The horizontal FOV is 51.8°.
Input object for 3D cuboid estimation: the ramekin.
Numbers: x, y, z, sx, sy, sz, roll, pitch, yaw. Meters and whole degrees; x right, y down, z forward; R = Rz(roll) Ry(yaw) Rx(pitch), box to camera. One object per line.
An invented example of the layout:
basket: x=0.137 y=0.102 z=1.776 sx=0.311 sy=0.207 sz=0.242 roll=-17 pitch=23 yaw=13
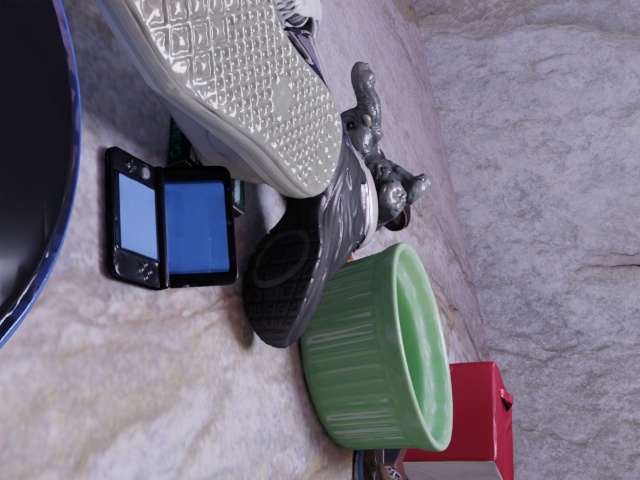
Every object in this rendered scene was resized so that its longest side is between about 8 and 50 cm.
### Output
ramekin: x=0.087 y=0.164 z=0.982 sx=0.303 sy=0.148 sz=0.303 roll=-13 pitch=90 yaw=-71

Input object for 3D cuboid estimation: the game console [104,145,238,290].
game console: x=-0.134 y=-0.022 z=0.598 sx=0.107 sy=0.071 sz=0.122 roll=33 pitch=47 yaw=-64

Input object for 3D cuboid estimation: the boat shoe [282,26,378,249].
boat shoe: x=-0.030 y=-0.136 z=0.919 sx=0.158 sy=0.127 sz=0.340 roll=-20 pitch=89 yaw=-64

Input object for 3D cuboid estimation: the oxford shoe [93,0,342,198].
oxford shoe: x=-0.109 y=-0.175 z=0.591 sx=0.169 sy=0.130 sz=0.449 roll=-68 pitch=153 yaw=-16

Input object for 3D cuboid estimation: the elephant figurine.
elephant figurine: x=0.063 y=-0.143 z=1.133 sx=0.239 sy=0.186 sz=0.169 roll=50 pitch=-15 yaw=-1

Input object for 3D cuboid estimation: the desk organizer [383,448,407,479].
desk organizer: x=0.122 y=0.367 z=1.107 sx=0.130 sy=0.047 sz=0.050 roll=-27 pitch=106 yaw=-70

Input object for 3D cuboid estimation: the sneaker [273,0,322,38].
sneaker: x=-0.054 y=-0.412 z=1.065 sx=0.235 sy=0.090 sz=0.094 roll=34 pitch=56 yaw=-61

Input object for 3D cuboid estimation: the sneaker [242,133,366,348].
sneaker: x=0.000 y=0.000 z=0.807 sx=0.130 sy=0.109 sz=0.286 roll=39 pitch=62 yaw=-46

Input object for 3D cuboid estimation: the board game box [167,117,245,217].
board game box: x=-0.126 y=-0.133 z=0.760 sx=0.126 sy=0.026 sz=0.186 roll=48 pitch=34 yaw=-55

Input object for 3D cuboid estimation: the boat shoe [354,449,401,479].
boat shoe: x=0.088 y=0.370 z=0.978 sx=0.183 sy=0.066 sz=0.066 roll=-80 pitch=151 yaw=-48

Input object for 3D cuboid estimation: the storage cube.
storage cube: x=0.258 y=0.361 z=1.252 sx=0.183 sy=0.215 sz=0.193 roll=59 pitch=32 yaw=-44

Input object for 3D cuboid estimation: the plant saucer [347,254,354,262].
plant saucer: x=0.040 y=0.033 z=1.141 sx=0.083 sy=0.013 sz=0.083 roll=-12 pitch=90 yaw=-70

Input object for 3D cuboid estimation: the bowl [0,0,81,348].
bowl: x=-0.245 y=-0.094 z=0.271 sx=0.391 sy=0.077 sz=0.390 roll=-8 pitch=90 yaw=-72

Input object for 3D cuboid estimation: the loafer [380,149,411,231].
loafer: x=0.122 y=-0.092 z=1.376 sx=0.220 sy=0.080 sz=0.078 roll=57 pitch=37 yaw=-34
